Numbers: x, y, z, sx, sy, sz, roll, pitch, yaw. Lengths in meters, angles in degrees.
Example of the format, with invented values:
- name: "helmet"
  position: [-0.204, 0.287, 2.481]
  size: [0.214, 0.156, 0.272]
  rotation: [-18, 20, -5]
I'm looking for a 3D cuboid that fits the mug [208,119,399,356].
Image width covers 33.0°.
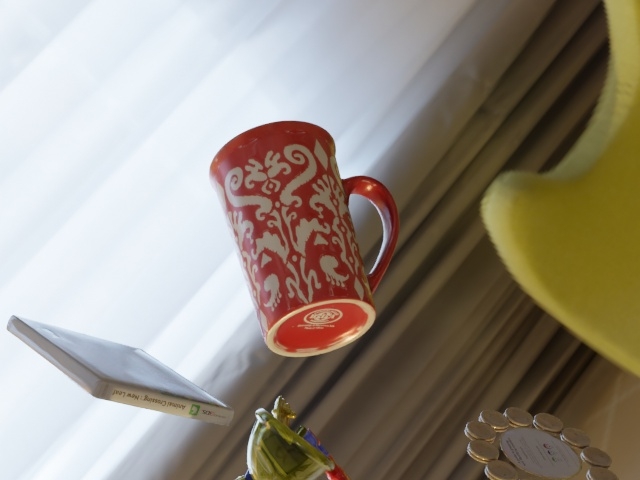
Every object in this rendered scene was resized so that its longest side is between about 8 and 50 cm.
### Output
- name: "mug"
  position: [-0.003, -0.004, 0.891]
  size: [0.113, 0.150, 0.169]
  rotation: [76, 178, -59]

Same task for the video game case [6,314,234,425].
- name: "video game case"
  position: [-0.230, 0.149, 1.234]
  size: [0.193, 0.023, 0.212]
  rotation: [22, 180, -44]

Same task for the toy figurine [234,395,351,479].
- name: "toy figurine"
  position: [-0.064, 0.305, 1.136]
  size: [0.191, 0.217, 0.362]
  rotation: [50, 174, 8]

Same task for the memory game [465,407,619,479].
- name: "memory game"
  position: [0.257, 0.253, 1.261]
  size: [0.186, 0.186, 0.012]
  rotation: [31, 119, 32]
